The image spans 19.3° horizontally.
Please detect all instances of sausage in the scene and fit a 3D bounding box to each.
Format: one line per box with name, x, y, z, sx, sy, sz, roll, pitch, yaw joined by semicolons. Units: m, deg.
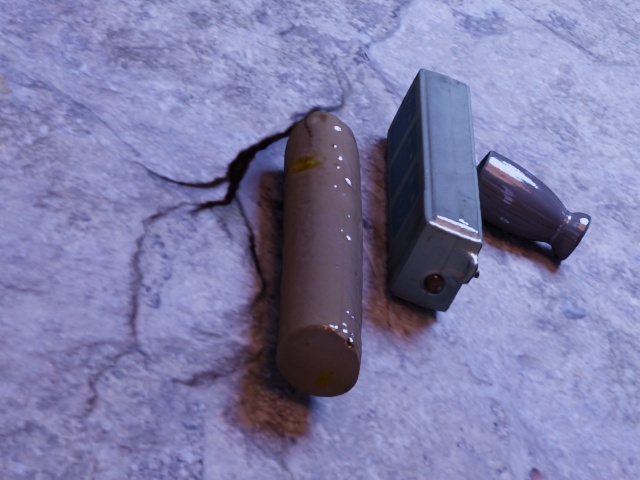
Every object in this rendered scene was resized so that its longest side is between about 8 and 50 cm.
sausage;0.000;0.002;1.353;0.066;0.066;0.301;21;32;-11

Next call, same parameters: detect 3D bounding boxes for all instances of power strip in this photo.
power strip;0.087;-0.046;1.476;0.052;0.078;0.272;20;33;-12

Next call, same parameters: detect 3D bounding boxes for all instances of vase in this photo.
vase;0.168;-0.027;1.537;0.101;0.053;0.053;31;31;-3
